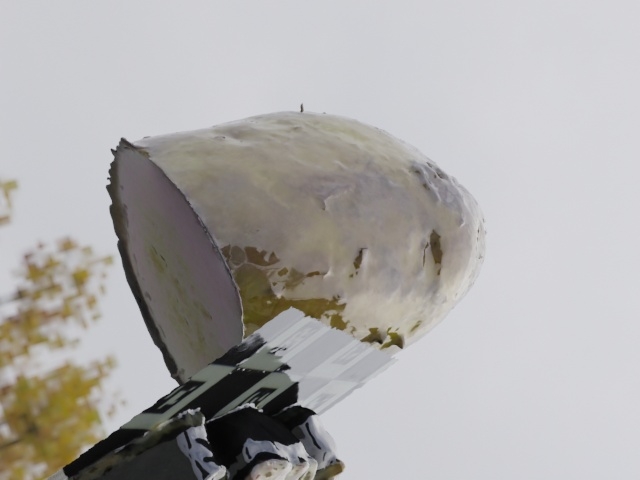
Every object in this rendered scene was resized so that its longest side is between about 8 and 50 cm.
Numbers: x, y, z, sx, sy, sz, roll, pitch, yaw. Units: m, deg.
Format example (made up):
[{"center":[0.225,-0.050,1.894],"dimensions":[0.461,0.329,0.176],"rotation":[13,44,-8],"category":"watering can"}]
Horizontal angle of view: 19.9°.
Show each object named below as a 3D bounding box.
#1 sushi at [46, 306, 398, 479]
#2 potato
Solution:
[{"center":[-0.050,0.116,0.792],"dimensions":[0.050,0.192,0.215],"rotation":[56,6,16],"category":"sushi"},{"center":[0.000,0.000,1.373],"dimensions":[0.229,0.266,0.229],"rotation":[38,-41,43],"category":"potato"}]
